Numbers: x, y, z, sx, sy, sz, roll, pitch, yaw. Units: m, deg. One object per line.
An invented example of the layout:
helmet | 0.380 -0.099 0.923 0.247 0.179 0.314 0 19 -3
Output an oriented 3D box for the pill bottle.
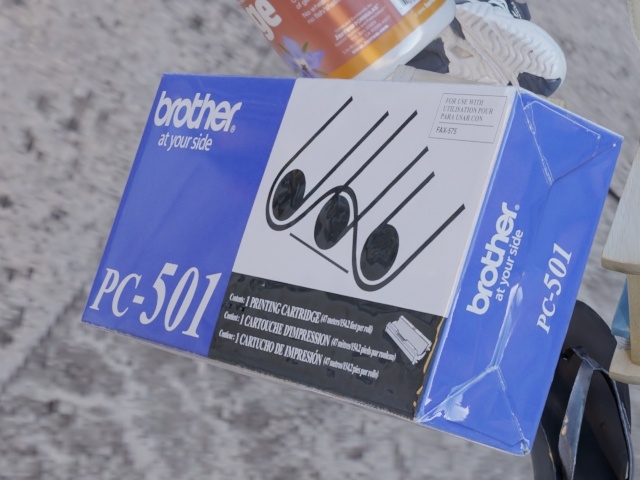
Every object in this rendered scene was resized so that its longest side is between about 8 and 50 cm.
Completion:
pill bottle | -0.015 -0.207 1.342 0.121 0.121 0.216 -37 98 11

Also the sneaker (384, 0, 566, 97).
sneaker | 0.154 -0.178 1.680 0.235 0.153 0.094 6 115 51

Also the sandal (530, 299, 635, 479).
sandal | 0.199 0.162 1.437 0.054 0.097 0.255 -33 51 53

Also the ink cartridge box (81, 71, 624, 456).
ink cartridge box | 0.000 0.000 0.620 0.207 0.046 0.097 9 80 57

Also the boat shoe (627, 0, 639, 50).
boat shoe | 0.305 -0.258 1.690 0.113 0.302 0.103 29 56 25

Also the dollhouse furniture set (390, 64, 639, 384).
dollhouse furniture set | 0.128 -0.023 0.931 0.183 0.129 0.129 14 64 18
